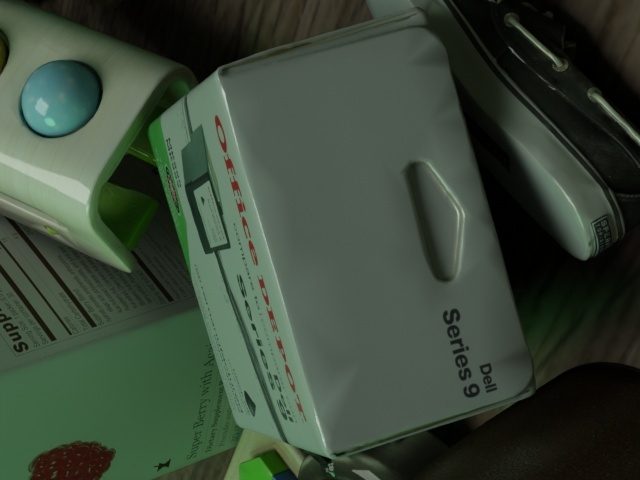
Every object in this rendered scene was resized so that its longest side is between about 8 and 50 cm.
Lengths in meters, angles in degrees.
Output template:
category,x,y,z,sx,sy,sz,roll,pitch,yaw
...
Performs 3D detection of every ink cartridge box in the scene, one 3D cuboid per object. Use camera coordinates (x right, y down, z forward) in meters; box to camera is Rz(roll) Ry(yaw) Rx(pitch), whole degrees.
category,x,y,z,sx,sy,sz,roll,pitch,yaw
ink cartridge box,0.000,0.000,1.051,0.289,0.121,0.211,167,87,-78

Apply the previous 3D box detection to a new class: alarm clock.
category,x,y,z,sx,sy,sz,roll,pitch,yaw
alarm clock,0.055,0.190,1.180,0.129,0.064,0.192,-12,117,52

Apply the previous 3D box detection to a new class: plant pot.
category,x,y,z,sx,sy,sz,roll,pitch,yaw
plant pot,0.094,0.204,0.988,0.215,0.230,0.215,31,130,45

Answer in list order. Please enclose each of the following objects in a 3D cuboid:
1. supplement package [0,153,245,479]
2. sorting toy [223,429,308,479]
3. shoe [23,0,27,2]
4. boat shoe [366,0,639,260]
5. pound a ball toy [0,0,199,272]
category,x,y,z,sx,sy,sz,roll,pitch,yaw
supplement package,-0.207,0.081,1.324,0.175,0.293,0.178,46,141,34
sorting toy,-0.022,0.240,1.361,0.193,0.038,0.208,50,142,30
shoe,-0.224,-0.249,1.416,0.076,0.058,0.219,44,148,2
boat shoe,0.101,-0.087,0.986,0.219,0.070,0.078,52,165,20
pound a ball toy,-0.221,-0.142,1.276,0.319,0.208,0.136,24,164,25
